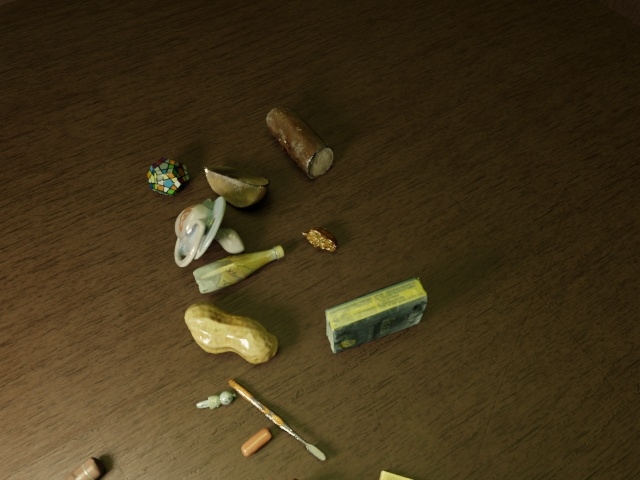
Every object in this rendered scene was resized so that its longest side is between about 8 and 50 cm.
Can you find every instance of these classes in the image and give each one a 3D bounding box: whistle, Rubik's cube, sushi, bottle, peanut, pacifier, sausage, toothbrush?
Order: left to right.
[{"bbox_3d":[-0.587,0.583,1.128,0.140,0.053,0.053,-40,65,-20],"label":"bottle"},{"bbox_3d":[-0.501,-0.209,1.566,0.133,0.133,0.112,-15,32,-7],"label":"Rubik's cube"},{"bbox_3d":[-0.321,-0.009,1.416,0.207,0.279,0.227,25,79,-29],"label":"pacifier"},{"bbox_3d":[-0.269,0.414,1.228,0.100,0.035,0.035,-15,60,-4],"label":"whistle"},{"bbox_3d":[-0.245,0.253,1.279,0.275,0.111,0.125,18,66,13],"label":"peanut"},{"bbox_3d":[-0.235,0.076,1.402,0.270,0.083,0.083,-22,61,-14],"label":"bottle"},{"bbox_3d":[-0.157,0.497,1.173,0.083,0.034,0.034,-34,64,-16],"label":"sausage"},{"bbox_3d":[-0.114,0.450,1.201,0.321,0.031,0.023,33,65,20],"label":"toothbrush"},{"bbox_3d":[0.001,-0.003,1.452,0.118,0.061,0.060,15,34,19],"label":"sushi"}]

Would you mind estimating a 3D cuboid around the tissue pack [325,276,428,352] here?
[{"bbox_3d":[0.141,0.198,1.252,0.257,0.185,0.081,-18,61,-8],"label":"tissue pack"}]

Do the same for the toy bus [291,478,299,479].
[{"bbox_3d":[0.095,0.664,1.028,0.409,0.092,0.093,25,61,16],"label":"toy bus"}]

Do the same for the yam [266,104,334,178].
[{"bbox_3d":[-0.069,-0.343,1.626,0.131,0.131,0.279,-31,62,-15],"label":"yam"}]

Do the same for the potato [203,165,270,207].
[{"bbox_3d":[-0.259,-0.171,1.565,0.261,0.100,0.120,21,22,30],"label":"potato"}]

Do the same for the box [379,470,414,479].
[{"bbox_3d":[0.207,0.596,1.107,0.149,0.020,0.073,12,60,9],"label":"box"}]
